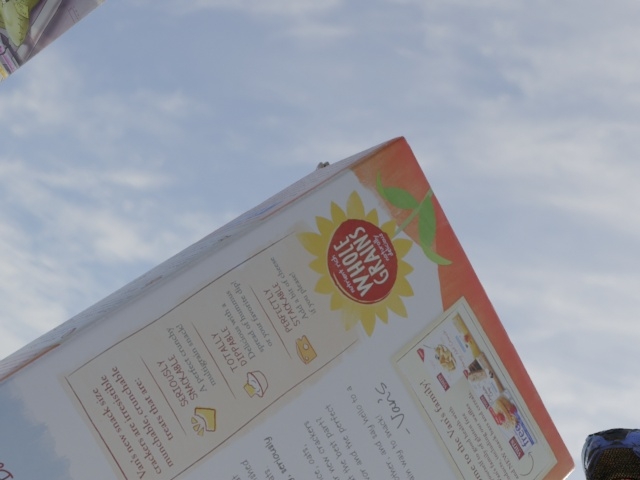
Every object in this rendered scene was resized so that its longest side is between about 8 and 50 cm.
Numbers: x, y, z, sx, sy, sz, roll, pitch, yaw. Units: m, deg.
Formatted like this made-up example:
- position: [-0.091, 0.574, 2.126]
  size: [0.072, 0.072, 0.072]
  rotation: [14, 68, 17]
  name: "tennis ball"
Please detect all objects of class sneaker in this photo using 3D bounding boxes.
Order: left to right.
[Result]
- position: [0.281, 0.261, 1.118]
  size: [0.083, 0.087, 0.221]
  rotation: [-9, -63, 17]
  name: "sneaker"

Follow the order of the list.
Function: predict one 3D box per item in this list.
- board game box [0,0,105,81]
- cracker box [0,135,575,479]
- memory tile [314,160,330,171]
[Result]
- position: [-0.244, -0.226, 0.871]
  size: [0.056, 0.347, 0.208]
  rotation: [-21, -69, 28]
  name: "board game box"
- position: [-0.026, 0.081, 0.455]
  size: [0.067, 0.232, 0.155]
  rotation: [-19, -79, 52]
  name: "cracker box"
- position: [0.000, 0.000, 1.161]
  size: [0.012, 0.148, 0.113]
  rotation: [6, -66, -10]
  name: "memory tile"
